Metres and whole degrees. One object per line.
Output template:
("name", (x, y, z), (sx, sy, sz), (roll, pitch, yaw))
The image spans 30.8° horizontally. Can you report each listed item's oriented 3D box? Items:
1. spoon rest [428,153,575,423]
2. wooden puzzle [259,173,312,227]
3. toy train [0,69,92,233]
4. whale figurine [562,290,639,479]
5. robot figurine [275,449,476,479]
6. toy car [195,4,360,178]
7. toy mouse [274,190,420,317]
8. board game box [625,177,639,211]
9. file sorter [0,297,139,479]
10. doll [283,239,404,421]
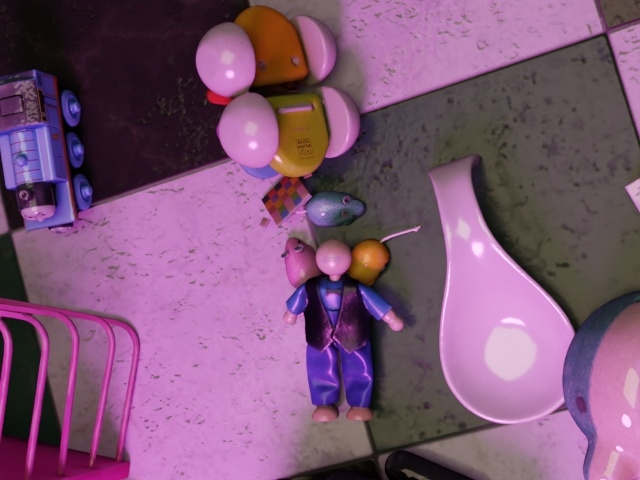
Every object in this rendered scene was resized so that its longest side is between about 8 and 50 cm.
("spoon rest", (0.167, 0.048, 1.163), (0.137, 0.084, 0.276), (-19, 83, 15))
("wooden puzzle", (-0.036, -0.046, 1.250), (0.083, 0.006, 0.049), (-44, 44, 11))
("toy train", (-0.312, -0.099, 1.293), (0.080, 0.105, 0.184), (-10, 86, 16))
("whale figurine", (0.319, 0.177, 1.097), (0.216, 0.141, 0.272), (-25, 106, -25))
("robot figurine", (0.067, 0.327, 1.138), (0.278, 0.173, 0.209), (17, 96, 16))
("toy car", (-0.059, -0.145, 1.215), (0.136, 0.159, 0.182), (-26, 81, 49))
("toy mouse", (0.000, 0.000, 1.239), (0.143, 0.031, 0.161), (42, 100, 13))
("board game box", (0.390, -0.046, 1.129), (0.154, 0.026, 0.103), (-31, 80, 13))
("file sorter", (-0.337, 0.155, 1.202), (0.202, 0.291, 0.182), (8, 88, 16))
("doll", (0.023, 0.091, 1.208), (0.129, 0.046, 0.189), (-3, 100, 16))
